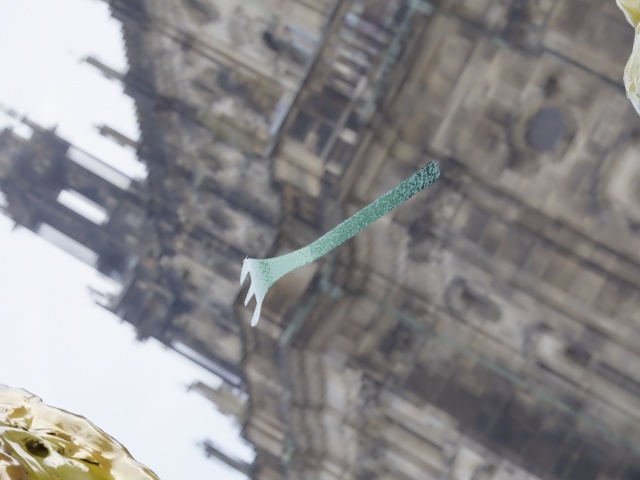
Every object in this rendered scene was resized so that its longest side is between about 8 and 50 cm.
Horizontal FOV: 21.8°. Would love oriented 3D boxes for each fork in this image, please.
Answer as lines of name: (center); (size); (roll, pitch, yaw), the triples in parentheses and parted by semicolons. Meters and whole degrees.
fork: (-0.002, 0.000, 0.952); (0.021, 0.039, 0.235); (-10, -15, -32)

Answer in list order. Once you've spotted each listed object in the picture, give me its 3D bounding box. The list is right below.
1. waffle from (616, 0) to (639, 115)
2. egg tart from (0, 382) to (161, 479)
waffle: (0.189, -0.071, 0.425); (0.254, 0.245, 0.052); (-73, -11, -53)
egg tart: (-0.266, 0.228, 0.907); (0.443, 0.443, 0.178); (-50, -28, -35)
